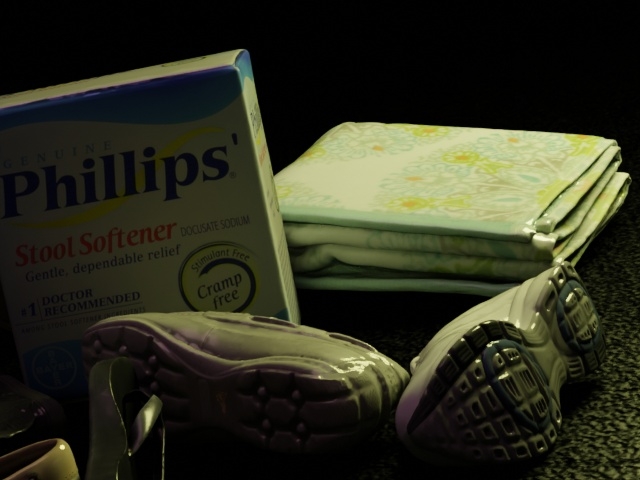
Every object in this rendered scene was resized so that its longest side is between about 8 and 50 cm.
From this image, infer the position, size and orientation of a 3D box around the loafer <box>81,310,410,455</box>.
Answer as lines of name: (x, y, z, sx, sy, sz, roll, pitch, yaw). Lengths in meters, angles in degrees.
loafer: (-0.070, 0.115, 1.441, 0.319, 0.112, 0.111, 10, 19, 38)

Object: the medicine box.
medicine box: (-0.173, -0.016, 1.652, 0.264, 0.289, 0.149, -11, 13, 3)

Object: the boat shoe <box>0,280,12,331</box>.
boat shoe: (-0.252, 0.045, 1.897, 0.307, 0.110, 0.104, 5, 15, 22)

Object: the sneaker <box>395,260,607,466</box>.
sneaker: (0.125, 0.111, 1.344, 0.129, 0.111, 0.297, -22, 2, 30)

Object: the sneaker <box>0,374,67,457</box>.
sneaker: (-0.291, 0.162, 1.529, 0.089, 0.051, 0.170, -17, 17, -38)

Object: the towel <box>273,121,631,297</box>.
towel: (0.117, -0.036, 1.831, 0.375, 0.090, 0.320, 6, 23, 24)

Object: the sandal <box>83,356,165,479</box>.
sandal: (-0.141, 0.169, 1.307, 0.054, 0.097, 0.254, -13, 24, -1)

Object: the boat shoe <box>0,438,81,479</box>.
boat shoe: (-0.315, 0.216, 1.217, 0.302, 0.098, 0.109, -14, 14, -12)
